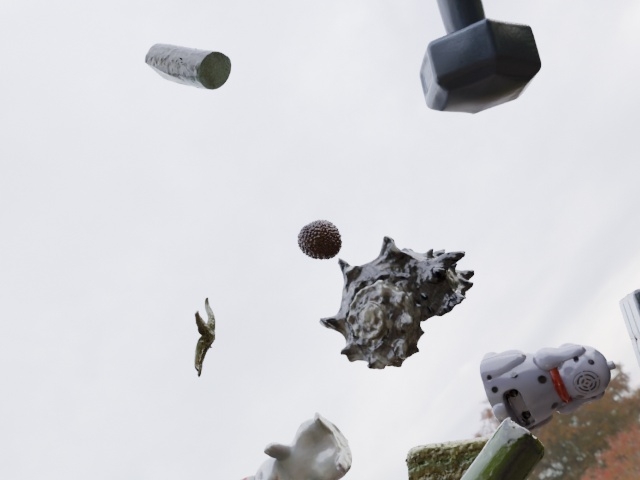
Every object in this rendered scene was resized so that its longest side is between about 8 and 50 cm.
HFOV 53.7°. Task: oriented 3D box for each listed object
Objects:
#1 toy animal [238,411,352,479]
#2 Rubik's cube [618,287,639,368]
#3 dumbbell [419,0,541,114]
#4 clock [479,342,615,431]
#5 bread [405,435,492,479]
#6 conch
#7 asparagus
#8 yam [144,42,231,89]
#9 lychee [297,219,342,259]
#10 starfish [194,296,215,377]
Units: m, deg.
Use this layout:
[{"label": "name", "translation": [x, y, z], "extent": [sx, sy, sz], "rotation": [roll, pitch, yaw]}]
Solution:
[{"label": "toy animal", "translation": [-0.067, 0.475, 1.268], "extent": [0.282, 0.141, 0.138], "rotation": [-32, -18, -6]}, {"label": "Rubik's cube", "translation": [0.836, 0.222, 1.322], "extent": [0.303, 0.306, 0.301], "rotation": [-15, -16, 17]}, {"label": "dumbbell", "translation": [0.183, -0.339, 0.853], "extent": [0.159, 0.325, 0.144], "rotation": [-4, -15, -32]}, {"label": "clock", "translation": [0.487, 0.291, 1.331], "extent": [0.253, 0.189, 0.189], "rotation": [-27, -29, 21]}, {"label": "bread", "translation": [0.261, 0.419, 1.166], "extent": [0.196, 0.102, 0.138], "rotation": [-13, -16, 11]}, {"label": "conch", "translation": [0.144, 0.119, 1.187], "extent": [0.312, 0.241, 0.186], "rotation": [-27, -52, 7]}, {"label": "asparagus", "translation": [0.168, 0.337, 0.758], "extent": [0.278, 0.067, 0.060], "rotation": [-52, -28, 4]}, {"label": "yam", "translation": [-0.233, -0.303, 1.095], "extent": [0.068, 0.169, 0.069], "rotation": [-24, -58, -43]}, {"label": "lychee", "translation": [0.001, -0.002, 1.807], "extent": [0.123, 0.129, 0.123], "rotation": [-25, -54, -40]}, {"label": "starfish", "translation": [-0.301, 0.245, 1.645], "extent": [0.050, 0.224, 0.217], "rotation": [-6, -36, 4]}]
